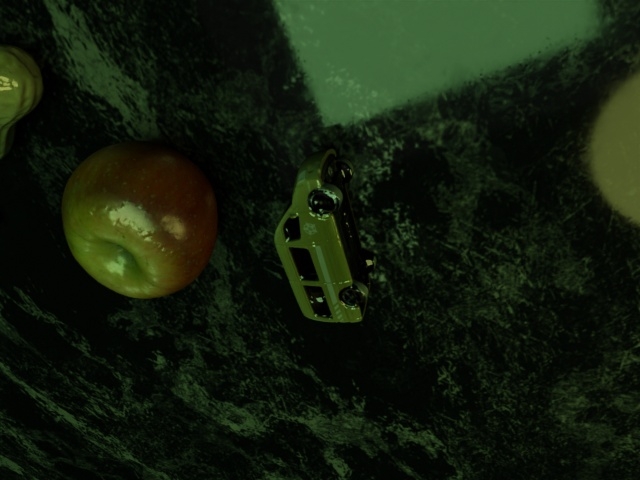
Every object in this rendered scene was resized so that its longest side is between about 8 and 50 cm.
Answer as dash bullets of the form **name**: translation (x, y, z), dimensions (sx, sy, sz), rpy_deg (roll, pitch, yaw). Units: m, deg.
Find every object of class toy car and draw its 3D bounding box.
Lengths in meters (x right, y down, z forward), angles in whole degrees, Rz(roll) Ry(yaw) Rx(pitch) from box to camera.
- **toy car**: translation (0.000, 0.000, 0.631), dimensions (0.125, 0.101, 0.256), rpy_deg (-6, 123, 20)

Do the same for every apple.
- **apple**: translation (-0.249, -0.030, 0.627), dimensions (0.210, 0.173, 0.235), rpy_deg (36, 132, -17)

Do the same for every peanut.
- **peanut**: translation (-0.485, -0.183, 0.610), dimensions (0.257, 0.123, 0.123), rpy_deg (-31, 112, 32)
